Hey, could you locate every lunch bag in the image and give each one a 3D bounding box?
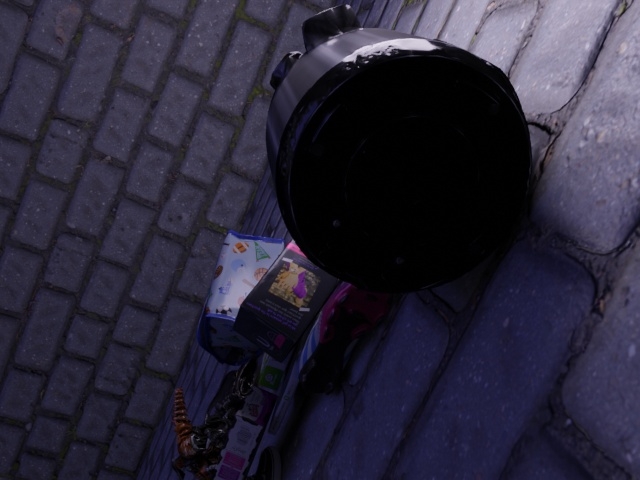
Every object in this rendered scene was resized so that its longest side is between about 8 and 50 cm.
[{"bbox_3d":[-0.261,0.204,1.906,0.385,0.239,0.327,106,175,-58],"label":"lunch bag"}]

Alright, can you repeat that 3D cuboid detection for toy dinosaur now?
[{"bbox_3d":[-0.327,0.568,1.629,0.164,0.219,0.321,-128,17,-55],"label":"toy dinosaur"}]

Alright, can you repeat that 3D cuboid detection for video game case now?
[{"bbox_3d":[-0.065,0.315,1.358,0.212,0.023,0.193,-71,2,-57],"label":"video game case"}]

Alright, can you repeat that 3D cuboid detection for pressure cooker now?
[{"bbox_3d":[0.090,-0.158,0.940,0.420,0.376,0.369,-111,42,-66],"label":"pressure cooker"}]

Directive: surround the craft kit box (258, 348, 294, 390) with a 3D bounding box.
[{"bbox_3d":[-0.088,0.237,1.518,0.250,0.061,0.246,-127,57,-85],"label":"craft kit box"}]

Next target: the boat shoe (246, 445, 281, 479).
[{"bbox_3d":[-0.134,0.557,1.306,0.219,0.070,0.077,-93,29,-56],"label":"boat shoe"}]

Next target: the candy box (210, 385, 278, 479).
[{"bbox_3d":[-0.182,0.476,1.331,0.159,0.071,0.233,-48,-22,-78],"label":"candy box"}]

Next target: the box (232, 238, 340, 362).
[{"bbox_3d":[-0.056,0.112,1.298,0.270,0.143,0.165,-53,-5,-30],"label":"box"}]

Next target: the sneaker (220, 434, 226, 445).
[{"bbox_3d":[-0.305,0.651,1.778,0.144,0.053,0.059,-69,14,-5],"label":"sneaker"}]

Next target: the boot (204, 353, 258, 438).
[{"bbox_3d":[-0.277,0.495,1.818,0.229,0.091,0.262,-42,29,59],"label":"boot"}]

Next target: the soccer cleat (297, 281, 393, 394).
[{"bbox_3d":[0.036,0.162,1.173,0.331,0.116,0.143,-61,18,26],"label":"soccer cleat"}]
